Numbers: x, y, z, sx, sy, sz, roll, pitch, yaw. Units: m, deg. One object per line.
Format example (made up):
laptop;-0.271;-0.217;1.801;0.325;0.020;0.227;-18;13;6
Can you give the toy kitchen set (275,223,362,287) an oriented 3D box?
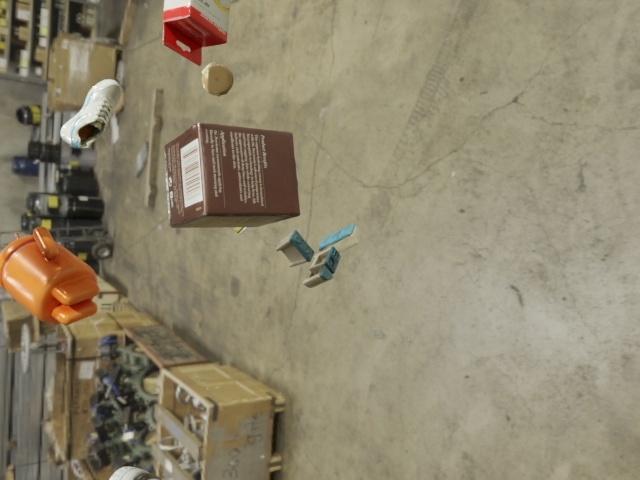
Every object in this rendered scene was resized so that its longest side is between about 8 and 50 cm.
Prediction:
toy kitchen set;0.000;0.000;1.430;0.122;0.166;0.207;-27;22;30

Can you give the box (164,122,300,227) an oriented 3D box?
box;-0.172;-0.116;1.035;0.167;0.203;0.168;-12;81;53

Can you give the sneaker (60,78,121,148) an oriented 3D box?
sneaker;-0.645;-0.362;1.552;0.092;0.087;0.229;28;82;31

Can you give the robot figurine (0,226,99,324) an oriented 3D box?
robot figurine;-0.505;0.068;0.992;0.219;0.128;0.158;28;156;24

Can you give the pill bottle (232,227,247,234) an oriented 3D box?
pill bottle;-0.266;-0.078;1.629;0.065;0.116;0.065;-46;11;12

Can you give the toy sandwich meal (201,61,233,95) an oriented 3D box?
toy sandwich meal;-0.251;-0.391;1.307;0.029;0.085;0.085;29;-118;-89

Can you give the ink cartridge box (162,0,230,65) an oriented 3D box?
ink cartridge box;-0.266;-0.519;1.172;0.078;0.134;0.231;1;86;27

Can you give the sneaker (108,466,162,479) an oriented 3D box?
sneaker;-0.207;0.482;0.829;0.137;0.210;0.366;-74;-9;-46
